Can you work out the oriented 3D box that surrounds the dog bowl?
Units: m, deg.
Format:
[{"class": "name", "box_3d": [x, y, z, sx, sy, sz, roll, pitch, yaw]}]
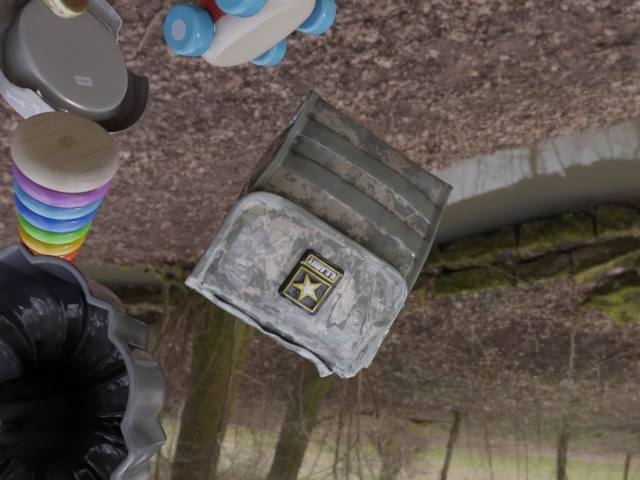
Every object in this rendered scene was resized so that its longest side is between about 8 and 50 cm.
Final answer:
[{"class": "dog bowl", "box_3d": [-0.521, -0.368, 1.241, 0.102, 0.348, 0.349, -19, 149, 31]}]

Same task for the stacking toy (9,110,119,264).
[{"class": "stacking toy", "box_3d": [-0.412, -0.033, 0.927, 0.141, 0.141, 0.330, 15, 135, -21]}]

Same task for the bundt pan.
[{"class": "bundt pan", "box_3d": [-0.295, 0.173, 0.596, 0.331, 0.330, 0.124, 0, 168, 16]}]

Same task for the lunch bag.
[{"class": "lunch bag", "box_3d": [0.000, 0.000, 0.754, 0.235, 0.287, 0.169, 33, 151, -11]}]

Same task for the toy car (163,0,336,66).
[{"class": "toy car", "box_3d": [-0.131, -0.413, 0.922, 0.210, 0.237, 0.219, -23, 176, 34]}]

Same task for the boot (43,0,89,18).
[{"class": "boot", "box_3d": [-0.502, -0.425, 0.939, 0.204, 0.095, 0.262, -28, 107, 28]}]
